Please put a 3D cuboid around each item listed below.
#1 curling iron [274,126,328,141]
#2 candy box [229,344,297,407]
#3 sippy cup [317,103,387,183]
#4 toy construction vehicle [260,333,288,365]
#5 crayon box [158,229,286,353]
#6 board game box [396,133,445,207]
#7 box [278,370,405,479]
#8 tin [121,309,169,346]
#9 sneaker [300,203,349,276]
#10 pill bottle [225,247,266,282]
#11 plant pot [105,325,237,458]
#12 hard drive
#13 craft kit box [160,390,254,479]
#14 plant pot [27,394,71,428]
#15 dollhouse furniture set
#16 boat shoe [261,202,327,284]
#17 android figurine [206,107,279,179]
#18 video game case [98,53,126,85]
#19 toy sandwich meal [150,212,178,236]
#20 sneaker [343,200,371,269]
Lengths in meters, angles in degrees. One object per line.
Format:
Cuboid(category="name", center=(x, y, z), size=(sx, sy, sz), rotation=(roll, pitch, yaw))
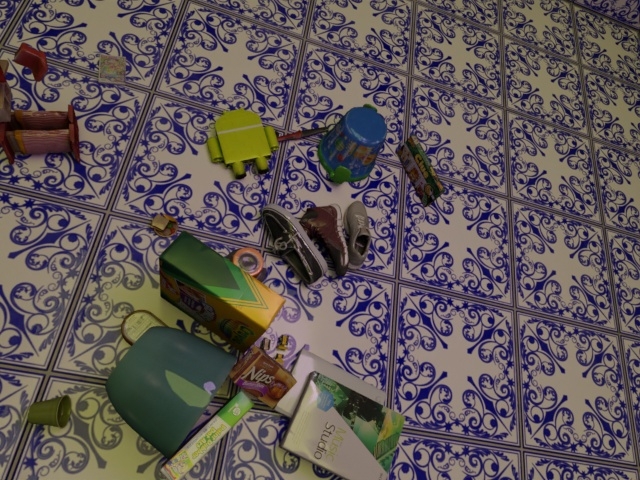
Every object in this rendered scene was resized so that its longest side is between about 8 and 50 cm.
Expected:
Cuboid(category="curling iron", center=(-0.092, -0.415, 1.764), size=(0.274, 0.035, 0.068), rotation=(-13, 73, -22))
Cuboid(category="candy box", center=(-0.163, 0.391, 1.319), size=(0.109, 0.053, 0.186), rotation=(-45, 129, -7))
Cuboid(category="sippy cup", center=(0.132, -0.369, 1.714), size=(0.240, 0.224, 0.305), rotation=(-8, 72, -21))
Cuboid(category="toy construction vehicle", center=(-0.147, 0.341, 1.435), size=(0.086, 0.035, 0.098), rotation=(14, 67, -25))
Cuboid(category="crayon box", center=(-0.286, 0.161, 1.273), size=(0.313, 0.363, 0.106), rotation=(36, 62, -1))
Cuboid(category="board game box", center=(0.391, -0.272, 1.809), size=(0.031, 0.136, 0.259), rotation=(-17, 74, -25))
Cuboid(category="box", center=(0.071, 0.561, 1.351), size=(0.322, 0.058, 0.232), rotation=(28, 63, -6))
Cuboid(category="tin", center=(-0.492, 0.281, 1.340), size=(0.190, 0.040, 0.106), rotation=(39, 66, 0))
Cuboid(category="sneaker", center=(0.000, 0.000, 1.595), size=(0.163, 0.106, 0.281), rotation=(-1, 58, -13))
Cuboid(category="pill bottle", center=(-0.235, 0.102, 1.380), size=(0.131, 0.245, 0.130), rotation=(7, 67, -16))
Cuboid(category="plant pot", center=(-0.396, 0.361, 1.187), size=(0.235, 0.293, 0.293), rotation=(36, 62, -4))
Cuboid(category="hard drive", center=(0.034, 0.497, 1.423), size=(0.308, 0.040, 0.202), rotation=(29, 62, -4))
Cuboid(category="craft kit box", center=(-0.296, 0.507, 1.191), size=(0.061, 0.246, 0.250), rotation=(48, 61, 3))
Cuboid(category="plant pot", center=(-0.700, 0.442, 1.184), size=(0.079, 0.083, 0.083), rotation=(-1, 68, -7))
Cuboid(category="dollhouse furniture set", center=(-0.833, -0.385, 1.316), size=(0.202, 0.374, 0.152), rotation=(-7, 66, -19))
Cuboid(category="boat shoe", center=(-0.108, 0.015, 1.536), size=(0.105, 0.113, 0.306), rotation=(-37, 92, -42))
Cuboid(category="android figurine", center=(-0.279, -0.355, 1.647), size=(0.249, 0.056, 0.272), rotation=(-16, 76, -14))
Cuboid(category="video game case", center=(-0.742, -0.609, 1.642), size=(0.087, 0.011, 0.121), rotation=(0, 69, -19))
Cuboid(category="toy sandwich meal", center=(-0.499, -0.051, 1.478), size=(0.086, 0.029, 0.085), rotation=(7, 66, -16))
Cuboid(category="sneaker", center=(0.144, -0.033, 1.634), size=(0.100, 0.121, 0.262), rotation=(9, 66, -16))
